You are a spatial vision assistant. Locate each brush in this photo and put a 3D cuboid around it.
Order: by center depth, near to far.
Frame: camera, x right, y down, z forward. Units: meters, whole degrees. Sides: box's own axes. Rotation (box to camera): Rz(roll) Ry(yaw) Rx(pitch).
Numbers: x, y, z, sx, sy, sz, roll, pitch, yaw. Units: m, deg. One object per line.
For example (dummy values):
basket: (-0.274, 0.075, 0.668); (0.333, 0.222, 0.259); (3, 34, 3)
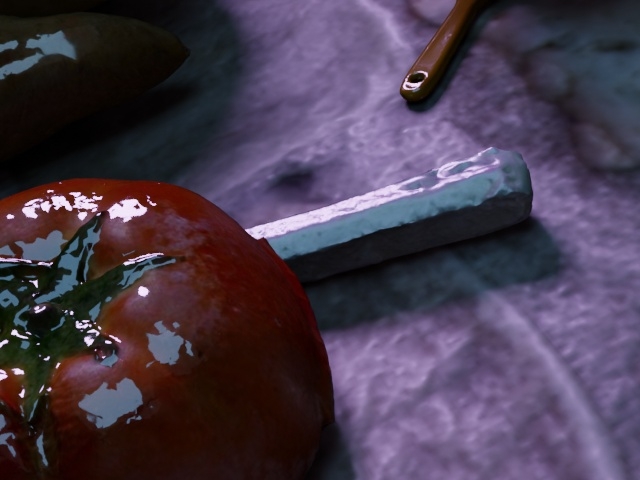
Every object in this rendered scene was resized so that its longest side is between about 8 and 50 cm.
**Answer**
brush: (0.083, -0.134, 0.836); (0.043, 0.014, 0.170); (6, 45, 30)

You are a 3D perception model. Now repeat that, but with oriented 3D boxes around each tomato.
tomato: (-0.108, 0.051, 0.618); (0.225, 0.085, 0.225); (-11, 46, 12)

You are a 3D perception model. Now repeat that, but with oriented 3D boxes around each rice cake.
rice cake: (0.000, 0.000, 0.696); (0.208, 0.033, 0.033); (-16, 48, 6)

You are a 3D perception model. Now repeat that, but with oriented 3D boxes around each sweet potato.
sweet potato: (-0.244, -0.062, 0.830); (0.341, 0.092, 0.114); (-29, 64, -11)

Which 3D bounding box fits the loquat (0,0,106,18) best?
loquat: (-0.186, -0.249, 0.929); (0.244, 0.244, 0.244); (-12, 39, 10)
